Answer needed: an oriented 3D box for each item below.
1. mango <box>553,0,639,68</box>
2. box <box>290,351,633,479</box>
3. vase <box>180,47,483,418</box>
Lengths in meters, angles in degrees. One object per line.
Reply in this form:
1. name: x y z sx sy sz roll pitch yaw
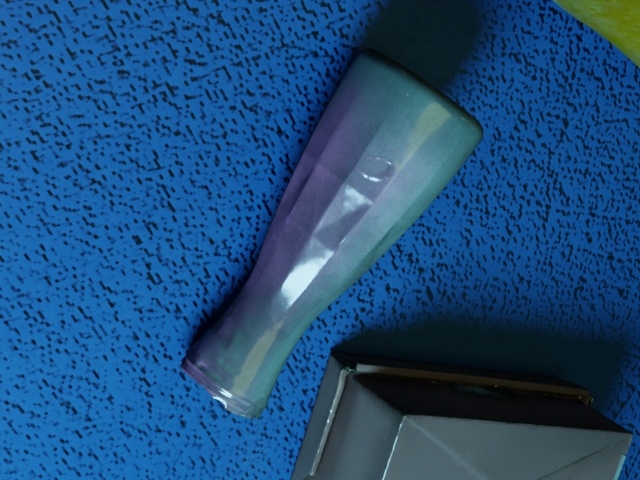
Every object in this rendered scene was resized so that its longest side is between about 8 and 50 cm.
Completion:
1. mango: 0.252 -0.183 0.829 0.384 0.199 0.222 0 108 -31
2. box: 0.078 0.193 0.940 0.215 0.086 0.215 10 103 -34
3. vase: 0.000 0.000 0.822 0.086 0.086 0.214 32 95 -37
